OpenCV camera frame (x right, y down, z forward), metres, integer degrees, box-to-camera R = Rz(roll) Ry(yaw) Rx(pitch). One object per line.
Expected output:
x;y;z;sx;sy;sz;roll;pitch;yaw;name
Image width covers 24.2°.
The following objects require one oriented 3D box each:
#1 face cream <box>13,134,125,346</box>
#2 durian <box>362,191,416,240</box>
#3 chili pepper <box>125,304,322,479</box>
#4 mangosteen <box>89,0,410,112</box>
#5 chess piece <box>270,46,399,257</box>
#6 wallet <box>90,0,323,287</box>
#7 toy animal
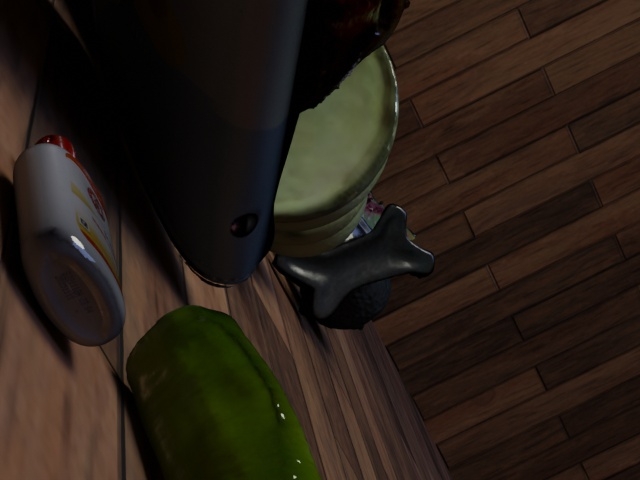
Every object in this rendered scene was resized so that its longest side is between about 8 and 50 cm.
-0.073;-0.006;0.422;0.040;0.021;0.083;63;1;-34;face cream
0.000;0.003;1.454;0.186;0.119;0.108;37;62;-60;durian
-0.014;0.086;0.383;0.202;0.051;0.050;-116;-146;-57;chili pepper
-0.040;-0.144;0.810;0.172;0.172;0.184;63;17;-14;mangosteen
-0.020;-0.054;0.997;0.251;0.144;0.144;83;-19;-77;chess piece
-0.049;-0.113;0.624;0.170;0.069;0.231;56;-30;35;wallet
0.007;0.022;1.298;0.117;0.121;0.210;59;-13;8;toy animal
